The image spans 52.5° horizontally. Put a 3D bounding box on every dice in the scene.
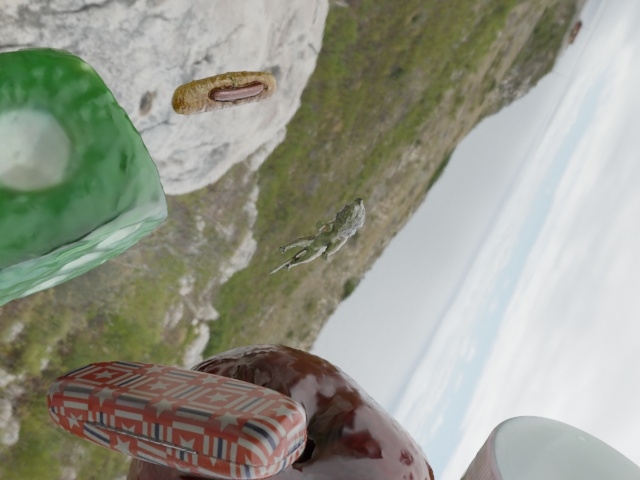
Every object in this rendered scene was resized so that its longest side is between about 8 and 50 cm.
[{"bbox_3d":[-0.424,-0.086,0.960,0.297,0.287,0.300,-31,-179,-22],"label":"dice"}]

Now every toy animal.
[{"bbox_3d":[-0.006,0.005,1.173,0.219,0.069,0.086,-31,-177,12],"label":"toy animal"}]

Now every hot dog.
[{"bbox_3d":[-0.168,-0.270,1.176,0.215,0.047,0.066,-18,119,-35],"label":"hot dog"}]

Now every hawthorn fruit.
[{"bbox_3d":[-0.038,0.258,0.619,0.295,0.294,0.312,-51,140,-39],"label":"hawthorn fruit"}]

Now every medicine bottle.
[{"bbox_3d":[0.247,0.368,0.720,0.252,0.252,0.241,-34,151,-63],"label":"medicine bottle"}]

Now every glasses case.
[{"bbox_3d":[-0.098,0.121,0.441,0.073,0.194,0.049,-15,107,-60],"label":"glasses case"}]
